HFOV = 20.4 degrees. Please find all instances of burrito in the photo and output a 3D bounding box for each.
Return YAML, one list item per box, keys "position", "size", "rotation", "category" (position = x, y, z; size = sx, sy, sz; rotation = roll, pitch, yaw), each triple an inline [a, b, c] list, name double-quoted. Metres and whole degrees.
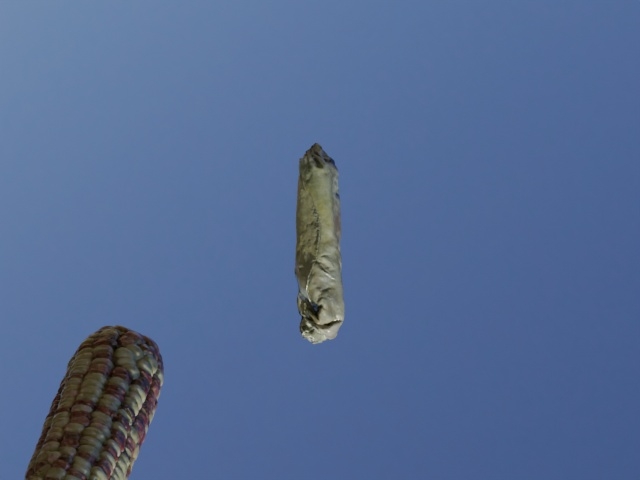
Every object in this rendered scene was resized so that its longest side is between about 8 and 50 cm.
- position: [-0.002, 0.000, 1.634]
  size: [0.058, 0.045, 0.188]
  rotation: [135, -43, -75]
  category: "burrito"

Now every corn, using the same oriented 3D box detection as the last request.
- position: [-0.164, 0.143, 1.253]
  size: [0.079, 0.079, 0.237]
  rotation: [-31, -161, 21]
  category: "corn"
